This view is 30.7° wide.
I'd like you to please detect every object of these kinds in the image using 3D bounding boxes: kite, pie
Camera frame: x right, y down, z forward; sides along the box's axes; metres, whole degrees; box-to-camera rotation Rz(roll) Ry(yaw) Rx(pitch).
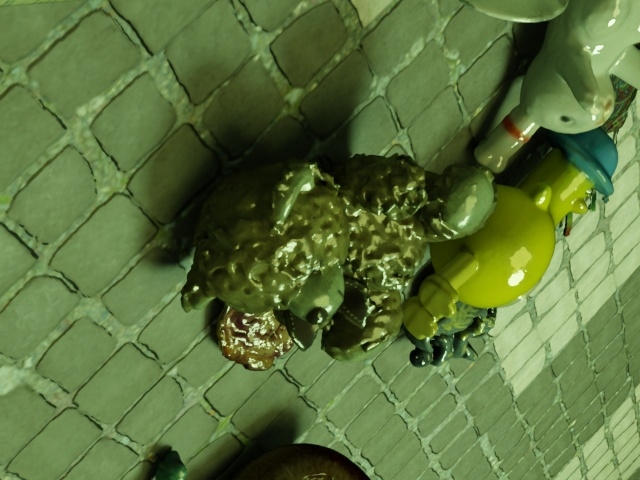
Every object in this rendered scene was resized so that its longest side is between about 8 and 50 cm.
[{"bbox_3d":[0.362,-0.125,1.527,0.152,0.015,0.285,-32,142,-23],"label":"kite"},{"bbox_3d":[-0.064,0.086,1.181,0.092,0.034,0.170,-51,150,-6],"label":"pie"}]

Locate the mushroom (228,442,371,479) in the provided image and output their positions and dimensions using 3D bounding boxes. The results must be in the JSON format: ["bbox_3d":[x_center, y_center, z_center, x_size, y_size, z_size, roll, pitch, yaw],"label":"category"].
[{"bbox_3d":[-0.011,0.383,1.350,0.278,0.297,0.163,-10,178,-2],"label":"mushroom"}]

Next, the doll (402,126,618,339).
[{"bbox_3d":[0.222,-0.019,1.355,0.363,0.145,0.199,-38,172,-34],"label":"doll"}]

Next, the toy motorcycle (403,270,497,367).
[{"bbox_3d":[0.159,0.110,1.468,0.124,0.061,0.193,-58,143,0],"label":"toy motorcycle"}]

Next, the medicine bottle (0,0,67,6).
[{"bbox_3d":[-0.184,-0.175,0.717,0.231,0.059,0.059,-16,135,-44],"label":"medicine bottle"}]

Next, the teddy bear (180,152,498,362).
[{"bbox_3d":[0.000,0.000,1.054,0.256,0.156,0.267,-8,144,-48],"label":"teddy bear"}]

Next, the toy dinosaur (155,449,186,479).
[{"bbox_3d":[-0.235,0.430,1.305,0.129,0.330,0.383,13,154,-27],"label":"toy dinosaur"}]

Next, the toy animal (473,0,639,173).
[{"bbox_3d":[0.282,-0.175,1.240,0.141,0.138,0.282,-7,128,-38],"label":"toy animal"}]

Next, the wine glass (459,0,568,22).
[{"bbox_3d":[0.183,-0.296,0.971,0.165,0.165,0.196,-26,146,-35],"label":"wine glass"}]
